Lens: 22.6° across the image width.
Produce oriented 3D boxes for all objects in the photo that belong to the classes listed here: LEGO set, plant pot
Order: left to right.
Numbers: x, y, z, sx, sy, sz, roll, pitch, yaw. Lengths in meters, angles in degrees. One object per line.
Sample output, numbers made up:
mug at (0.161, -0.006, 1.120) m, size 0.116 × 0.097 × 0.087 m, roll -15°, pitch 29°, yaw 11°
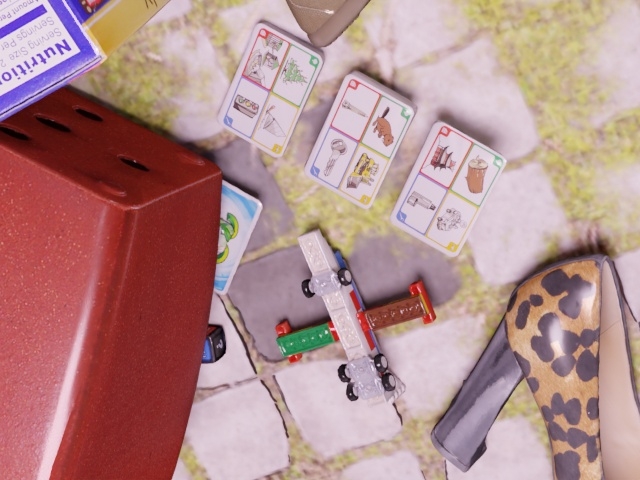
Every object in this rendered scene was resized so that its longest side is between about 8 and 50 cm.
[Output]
plant pot at (-0.205, 0.030, 0.980) m, size 0.267 × 0.267 × 0.236 m, roll 26°, pitch 105°, yaw 8°
LEGO set at (0.000, 0.000, 1.054) m, size 0.182 × 0.060 × 0.244 m, roll 30°, pitch 116°, yaw 11°

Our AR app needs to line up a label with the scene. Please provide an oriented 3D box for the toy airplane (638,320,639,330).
toy airplane at (0.269, 0.043, 0.986) m, size 0.151 × 0.028 × 0.151 m, roll -1°, pitch 81°, yaw 6°

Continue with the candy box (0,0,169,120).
candy box at (-0.190, -0.246, 0.842) m, size 0.122 × 0.268 × 0.317 m, roll -23°, pitch 109°, yaw 25°

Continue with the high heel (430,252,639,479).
high heel at (0.215, 0.132, 1.024) m, size 0.261 × 0.093 × 0.186 m, roll 33°, pitch 124°, yaw 6°

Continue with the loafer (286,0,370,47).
loafer at (0.028, -0.177, 0.945) m, size 0.050 × 0.056 × 0.148 m, roll 36°, pitch 117°, yaw -13°
